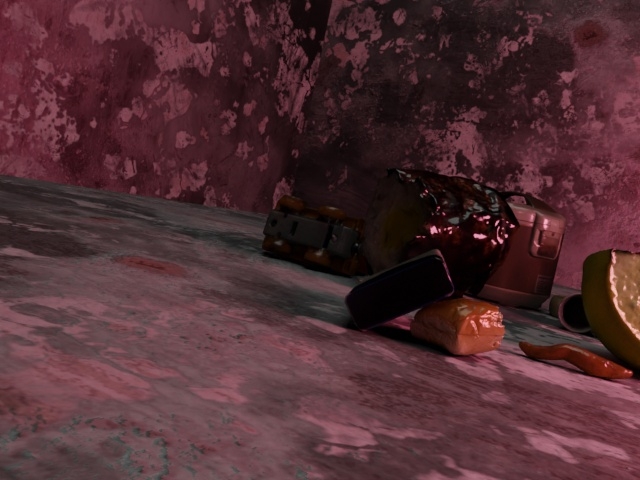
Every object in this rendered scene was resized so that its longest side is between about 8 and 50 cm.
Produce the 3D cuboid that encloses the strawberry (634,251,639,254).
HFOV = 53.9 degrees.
[{"bbox_3d":[0.788,0.147,1.472,0.257,0.257,0.277,14,25,27],"label":"strawberry"}]

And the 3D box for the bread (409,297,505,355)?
[{"bbox_3d":[0.215,0.130,0.986,0.106,0.082,0.125,7,3,-32],"label":"bread"}]

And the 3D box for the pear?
[{"bbox_3d":[0.642,0.144,1.189,0.342,0.238,0.318,7,-8,3],"label":"pear"}]

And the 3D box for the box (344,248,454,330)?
[{"bbox_3d":[0.141,0.079,1.083,0.168,0.071,0.259,-23,-3,9],"label":"box"}]

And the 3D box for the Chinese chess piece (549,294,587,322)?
[{"bbox_3d":[0.721,0.198,1.776,0.144,0.058,0.144,10,4,-1],"label":"Chinese chess piece"}]

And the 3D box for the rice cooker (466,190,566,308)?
[{"bbox_3d":[0.550,0.015,1.872,0.335,0.325,0.335,12,4,-1],"label":"rice cooker"}]

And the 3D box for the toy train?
[{"bbox_3d":[0.010,-0.003,1.752,0.369,0.163,0.231,15,-8,36],"label":"toy train"}]

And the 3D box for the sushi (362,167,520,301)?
[{"bbox_3d":[0.273,-0.006,1.528,0.294,0.299,0.281,7,25,-28],"label":"sushi"}]

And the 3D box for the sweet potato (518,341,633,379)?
[{"bbox_3d":[0.416,0.192,1.031,0.179,0.044,0.044,14,4,20],"label":"sweet potato"}]

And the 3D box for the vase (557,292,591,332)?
[{"bbox_3d":[0.662,0.182,1.602,0.096,0.096,0.219,14,1,25],"label":"vase"}]

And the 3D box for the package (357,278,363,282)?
[{"bbox_3d":[0.125,0.108,1.439,0.059,0.029,0.083,18,10,-40],"label":"package"}]
